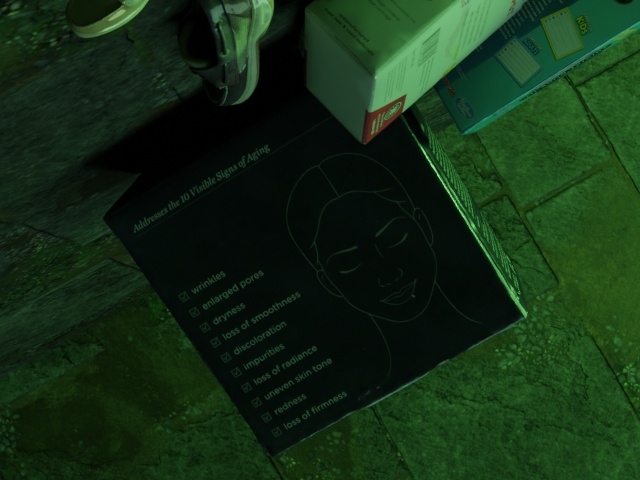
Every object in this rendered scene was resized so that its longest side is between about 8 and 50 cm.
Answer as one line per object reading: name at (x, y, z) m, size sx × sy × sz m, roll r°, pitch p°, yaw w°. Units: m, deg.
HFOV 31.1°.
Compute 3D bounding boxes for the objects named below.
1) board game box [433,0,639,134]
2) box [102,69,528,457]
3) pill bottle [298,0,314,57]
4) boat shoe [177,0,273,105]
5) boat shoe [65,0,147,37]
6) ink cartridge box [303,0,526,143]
board game box at (0.283, -0.344, 1.625) m, size 0.336 × 0.254 × 0.079 m, roll -31°, pitch 175°, yaw 22°
box at (0.000, 0.000, 1.846) m, size 0.479 × 0.472 × 0.297 m, roll -30°, pitch -166°, yaw 12°
pill bottle at (0.014, -0.296, 1.594) m, size 0.078 × 0.078 × 0.137 m, roll -28°, pitch 174°, yaw -11°
boat shoe at (-0.123, -0.237, 1.357) m, size 0.092 × 0.103 × 0.285 m, roll -22°, pitch 169°, yaw -17°
boat shoe at (-0.177, -0.258, 1.083) m, size 0.170 × 0.063 × 0.059 m, roll -39°, pitch 171°, yaw 3°
ink cartridge box at (0.127, -0.294, 1.459) m, size 0.306 × 0.131 × 0.226 m, roll -43°, pitch 168°, yaw -13°
